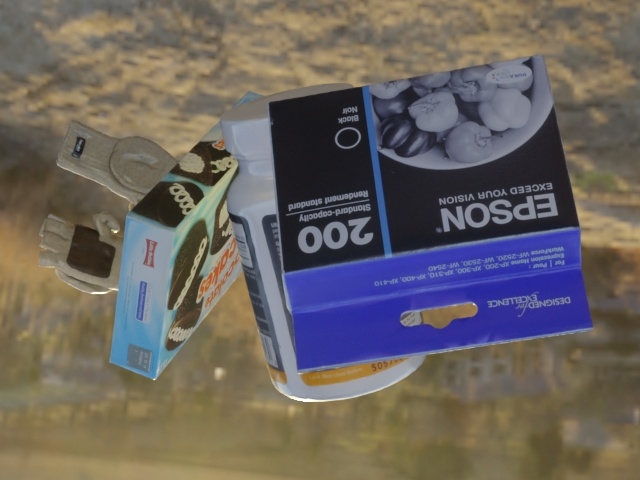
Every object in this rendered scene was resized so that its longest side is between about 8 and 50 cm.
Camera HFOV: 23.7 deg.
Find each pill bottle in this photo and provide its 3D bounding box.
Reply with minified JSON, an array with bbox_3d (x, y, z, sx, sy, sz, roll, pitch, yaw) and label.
[{"bbox_3d":[0.000,0.000,1.456,0.162,0.278,0.162,-12,-165,3],"label":"pill bottle"}]

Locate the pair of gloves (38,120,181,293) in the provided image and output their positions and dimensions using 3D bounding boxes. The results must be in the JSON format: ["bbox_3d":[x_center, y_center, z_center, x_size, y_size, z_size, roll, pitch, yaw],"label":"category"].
[{"bbox_3d":[-0.282,-0.034,2.124,0.204,0.240,0.042,14,157,-15],"label":"pair of gloves"}]

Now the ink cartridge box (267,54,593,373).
[{"bbox_3d":[0.071,-0.022,1.057,0.206,0.208,0.045,-10,150,4],"label":"ink cartridge box"}]

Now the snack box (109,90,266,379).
[{"bbox_3d":[-0.126,-0.014,1.655,0.060,0.322,0.187,19,124,12],"label":"snack box"}]
